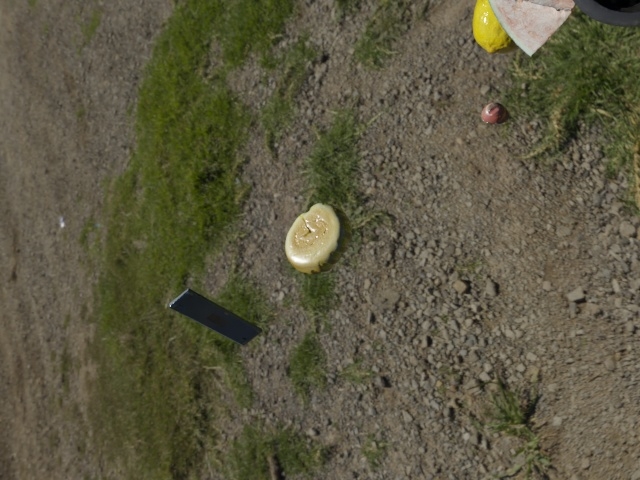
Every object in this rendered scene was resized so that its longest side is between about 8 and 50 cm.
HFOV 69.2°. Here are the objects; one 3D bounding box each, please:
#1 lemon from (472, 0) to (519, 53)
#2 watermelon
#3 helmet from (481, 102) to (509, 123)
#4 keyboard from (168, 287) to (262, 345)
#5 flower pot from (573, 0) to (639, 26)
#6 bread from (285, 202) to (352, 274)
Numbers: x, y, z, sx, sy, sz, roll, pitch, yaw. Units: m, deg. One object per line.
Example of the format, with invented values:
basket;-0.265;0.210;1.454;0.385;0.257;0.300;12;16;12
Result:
lemon;0.698;-0.845;1.733;0.261;0.261;0.283;0;67;44
watermelon;0.737;-0.748;1.485;0.283;0.251;0.292;-35;58;29
helmet;0.542;-0.397;1.429;0.084;0.049;0.065;5;77;13
keyboard;-0.188;0.143;0.850;0.055;0.176;0.014;-37;37;21
flower pot;0.694;-0.659;1.003;0.294;0.293;0.330;-22;24;40
bread;0.000;0.000;1.329;0.214;0.105;0.213;-16;59;30
